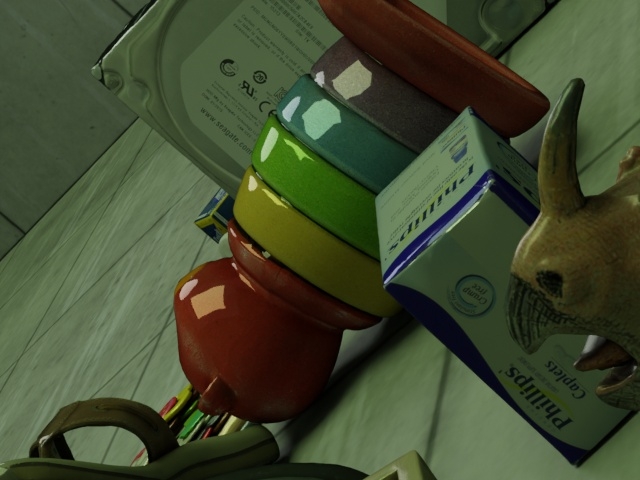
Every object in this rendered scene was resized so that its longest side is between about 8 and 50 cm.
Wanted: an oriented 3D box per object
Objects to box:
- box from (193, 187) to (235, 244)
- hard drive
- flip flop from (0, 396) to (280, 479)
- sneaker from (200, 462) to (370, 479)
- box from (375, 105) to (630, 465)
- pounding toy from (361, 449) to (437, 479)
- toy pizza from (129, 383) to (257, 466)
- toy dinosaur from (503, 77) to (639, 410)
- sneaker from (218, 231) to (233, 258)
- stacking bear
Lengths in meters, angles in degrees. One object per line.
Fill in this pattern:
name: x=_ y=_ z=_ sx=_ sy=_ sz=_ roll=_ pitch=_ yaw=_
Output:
box: x=-0.047 y=-0.066 z=1.809 sx=0.169 sy=0.054 sz=0.059 roll=-54 pitch=13 yaw=-19
hard drive: x=0.001 y=-0.179 z=1.553 sx=0.339 sy=0.237 sz=0.064 roll=-42 pitch=14 yaw=27
flip flop: x=-0.123 y=0.134 z=1.127 sx=0.112 sy=0.080 sz=0.277 roll=-33 pitch=-14 yaw=29
sneaker: x=-0.062 y=0.168 z=0.978 sx=0.341 sy=0.125 sz=0.140 roll=-32 pitch=15 yaw=47
box: x=0.094 y=0.017 z=0.885 sx=0.072 sy=0.126 sz=0.137 roll=-44 pitch=13 yaw=13
pounding toy: x=0.017 y=0.184 z=0.765 sx=0.130 sy=0.100 sz=0.141 roll=-32 pitch=17 yaw=8
toy pizza: x=-0.094 y=0.137 z=1.402 sx=0.201 sy=0.032 sz=0.201 roll=-46 pitch=13 yaw=13
toy dinosaur: x=0.196 y=-0.053 z=0.561 sx=0.127 sy=0.200 sz=0.296 roll=-32 pitch=20 yaw=53
sneaker: x=0.000 y=0.000 z=1.430 sx=0.094 sy=0.080 sz=0.212 roll=-41 pitch=15 yaw=-25
stacking bear: x=0.006 y=-0.012 z=1.219 sx=0.289 sy=0.164 sz=0.175 roll=-57 pitch=-7 yaw=10
